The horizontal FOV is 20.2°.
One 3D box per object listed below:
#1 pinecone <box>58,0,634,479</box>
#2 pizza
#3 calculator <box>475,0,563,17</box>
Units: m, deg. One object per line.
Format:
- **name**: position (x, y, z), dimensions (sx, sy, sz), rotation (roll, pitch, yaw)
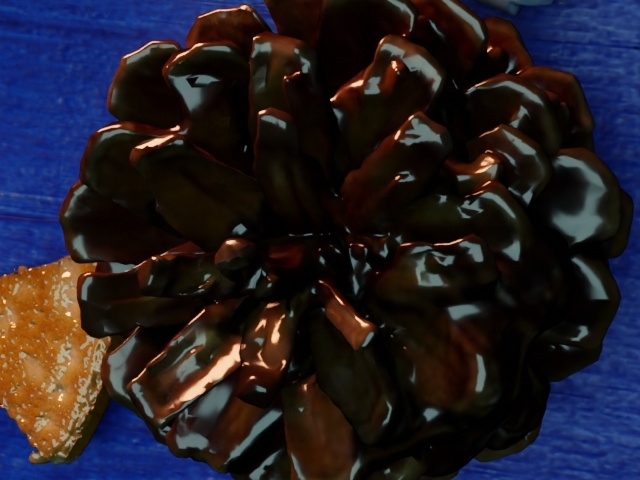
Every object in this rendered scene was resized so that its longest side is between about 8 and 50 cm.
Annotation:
- **pinecone**: position (0.000, 0.000, 1.258), dimensions (0.398, 0.398, 0.397), rotation (2, 98, 16)
- **pizza**: position (-0.250, 0.080, 1.494), dimensions (0.199, 0.062, 0.188), rotation (17, 90, 19)
- **calculator**: position (0.092, -0.223, 1.321), dimensions (0.210, 0.121, 0.039), rotation (23, 123, 13)
